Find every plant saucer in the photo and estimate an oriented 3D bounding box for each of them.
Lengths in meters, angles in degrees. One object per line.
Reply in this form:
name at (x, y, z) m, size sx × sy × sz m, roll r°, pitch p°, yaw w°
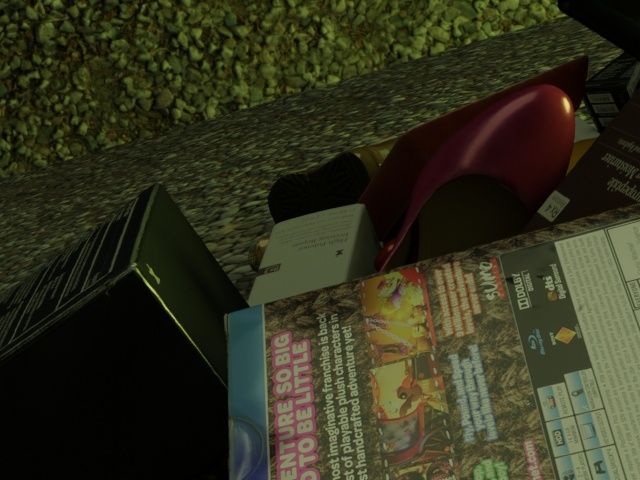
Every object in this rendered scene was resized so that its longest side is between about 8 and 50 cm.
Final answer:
plant saucer at (0.171, -0.092, 1.373) m, size 0.259 × 0.048 × 0.258 m, roll -25°, pitch -14°, yaw -23°

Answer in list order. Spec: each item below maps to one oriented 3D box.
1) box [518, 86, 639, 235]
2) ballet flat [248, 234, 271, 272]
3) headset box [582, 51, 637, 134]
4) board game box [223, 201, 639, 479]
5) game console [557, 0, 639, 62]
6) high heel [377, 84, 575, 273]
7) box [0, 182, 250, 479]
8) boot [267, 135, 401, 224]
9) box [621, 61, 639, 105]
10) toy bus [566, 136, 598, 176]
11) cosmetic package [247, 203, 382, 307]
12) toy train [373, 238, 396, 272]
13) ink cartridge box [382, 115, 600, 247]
box at (0.273, 0.013, 0.901) m, size 0.203 × 0.167 × 0.168 m, roll -51°, pitch 16°, yaw 6°
ballet flat at (0.000, 0.000, 1.628) m, size 0.206 × 0.073 × 0.067 m, roll -29°, pitch 39°, yaw -22°
headset box at (0.533, -0.227, 1.559) m, size 0.283 × 0.131 × 0.246 m, roll -38°, pitch 19°, yaw -19°
board game box at (0.101, 0.133, 0.706) m, size 0.291 × 0.141 × 0.232 m, roll -15°, pitch 42°, yaw 10°
game console at (0.455, -0.151, 1.173) m, size 0.341 × 0.060 × 0.386 m, roll 6°, pitch 24°, yaw -21°
high heel at (0.108, 0.039, 0.977) m, size 0.377 × 0.127 × 0.181 m, roll -60°, pitch 6°, yaw 6°
box at (-0.216, 0.127, 1.046) m, size 0.294 × 0.183 × 0.296 m, roll -35°, pitch 15°, yaw 6°
boot at (0.096, -0.087, 1.533) m, size 0.269 × 0.089 × 0.236 m, roll -21°, pitch 2°, yaw -38°
box at (0.454, -0.112, 1.244) m, size 0.242 × 0.077 × 0.307 m, roll 20°, pitch 20°, yaw 1°
toy bus at (0.247, 0.006, 1.180) m, size 0.108 × 0.130 × 0.332 m, roll -6°, pitch 19°, yaw 36°
cosmetic package at (-0.006, 0.060, 1.271) m, size 0.117 × 0.086 × 0.231 m, roll -14°, pitch 27°, yaw 17°
toy train at (0.163, -0.031, 1.310) m, size 0.248 × 0.105 × 0.143 m, roll -52°, pitch 2°, yaw 3°
ink cartridge box at (0.231, -0.067, 1.584) m, size 0.324 × 0.071 × 0.330 m, roll -16°, pitch 14°, yaw 3°
